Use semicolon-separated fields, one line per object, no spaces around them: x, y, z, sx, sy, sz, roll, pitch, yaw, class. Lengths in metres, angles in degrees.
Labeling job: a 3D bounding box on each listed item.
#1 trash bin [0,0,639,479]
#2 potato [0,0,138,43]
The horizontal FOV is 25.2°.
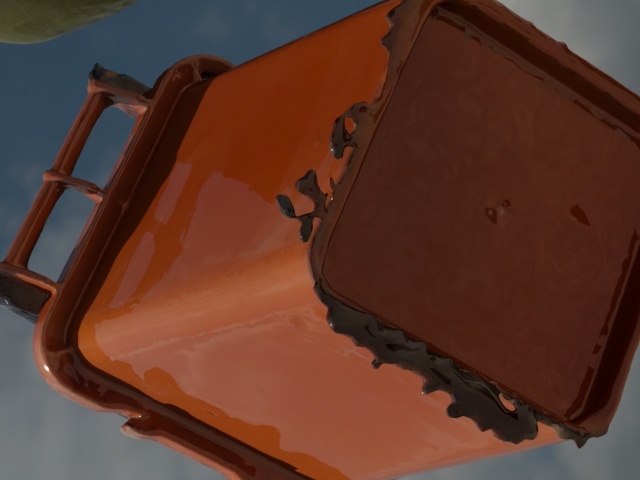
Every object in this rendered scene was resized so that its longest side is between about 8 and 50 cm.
0.000;0.000;0.518;0.184;0.239;0.161;29;-110;-16;trash bin
-0.206;-0.248;0.841;0.307;0.210;0.173;52;-151;-34;potato
